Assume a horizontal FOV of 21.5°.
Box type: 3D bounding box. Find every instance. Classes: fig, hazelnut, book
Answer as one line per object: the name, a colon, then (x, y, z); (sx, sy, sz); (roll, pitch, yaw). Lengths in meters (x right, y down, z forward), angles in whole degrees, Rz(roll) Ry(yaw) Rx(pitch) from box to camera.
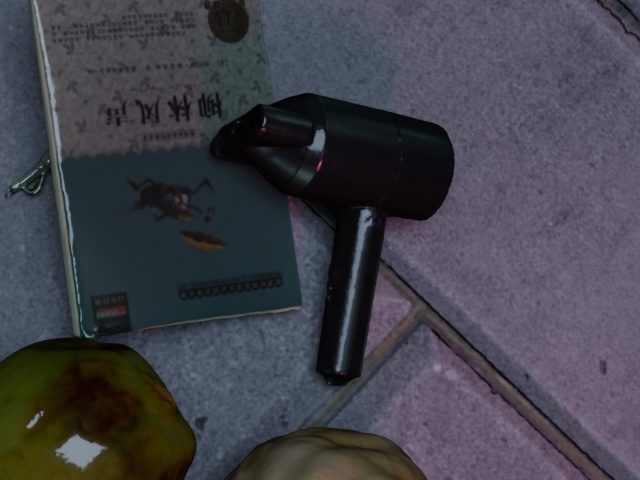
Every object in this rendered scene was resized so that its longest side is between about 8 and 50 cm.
fig: (-0.259, 0.221, 1.637); (0.271, 0.239, 0.239); (-31, 83, 12)
hazelnut: (0.004, 0.302, 1.668); (0.261, 0.261, 0.241); (-41, 90, -19)
book: (-0.161, -0.097, 1.775); (0.264, 0.031, 0.379); (-8, 87, -28)

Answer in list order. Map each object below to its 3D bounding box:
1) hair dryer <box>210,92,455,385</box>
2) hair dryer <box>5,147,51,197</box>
hair dryer: (0.000, 0.000, 1.786); (0.244, 0.116, 0.302); (9, 85, -29)
hair dryer: (-0.265, -0.146, 1.819); (0.199, 0.067, 0.167); (-17, 81, -5)
